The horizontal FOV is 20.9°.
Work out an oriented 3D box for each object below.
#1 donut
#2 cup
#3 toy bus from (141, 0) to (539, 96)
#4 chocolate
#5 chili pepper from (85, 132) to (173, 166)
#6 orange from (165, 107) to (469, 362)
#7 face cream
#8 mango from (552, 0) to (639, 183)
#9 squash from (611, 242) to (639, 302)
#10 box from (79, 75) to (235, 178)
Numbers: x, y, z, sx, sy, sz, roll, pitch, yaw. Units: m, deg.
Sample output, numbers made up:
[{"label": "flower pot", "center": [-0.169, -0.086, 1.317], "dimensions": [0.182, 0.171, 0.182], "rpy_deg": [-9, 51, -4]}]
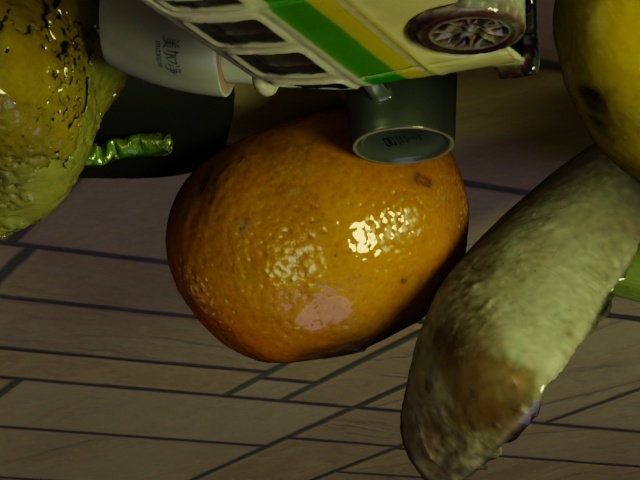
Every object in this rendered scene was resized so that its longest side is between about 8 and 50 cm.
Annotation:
[{"label": "donut", "center": [-0.256, -0.081, 1.032], "dimensions": [0.272, 0.107, 0.272], "rpy_deg": [2, 146, 1]}, {"label": "cup", "center": [0.047, -0.100, 1.119], "dimensions": [0.078, 0.077, 0.100], "rpy_deg": [-11, 159, 26]}, {"label": "toy bus", "center": [-0.025, -0.176, 0.777], "dimensions": [0.179, 0.143, 0.305], "rpy_deg": [-8, 163, 25]}, {"label": "chocolate", "center": [0.145, 0.036, 1.205], "dimensions": [0.100, 0.303, 0.185], "rpy_deg": [36, 140, 7]}, {"label": "chili pepper", "center": [-0.141, -0.063, 1.179], "dimensions": [0.083, 0.022, 0.027], "rpy_deg": [-5, -163, 1]}, {"label": "orange", "center": [0.000, 0.000, 1.241], "dimensions": [0.224, 0.170, 0.224], "rpy_deg": [-16, 174, -2]}, {"label": "face cream", "center": [-0.075, -0.130, 0.999], "dimensions": [0.095, 0.091, 0.091], "rpy_deg": [4, 163, 7]}, {"label": "mango", "center": [0.218, -0.106, 0.985], "dimensions": [0.130, 0.167, 0.262], "rpy_deg": [-30, 162, 25]}, {"label": "squash", "center": [0.381, 0.015, 1.434], "dimensions": [0.370, 0.118, 0.118], "rpy_deg": [-7, 161, 23]}, {"label": "box", "center": [-0.165, -0.091, 1.185], "dimensions": [0.212, 0.042, 0.201], "rpy_deg": [1, 162, -9]}]
